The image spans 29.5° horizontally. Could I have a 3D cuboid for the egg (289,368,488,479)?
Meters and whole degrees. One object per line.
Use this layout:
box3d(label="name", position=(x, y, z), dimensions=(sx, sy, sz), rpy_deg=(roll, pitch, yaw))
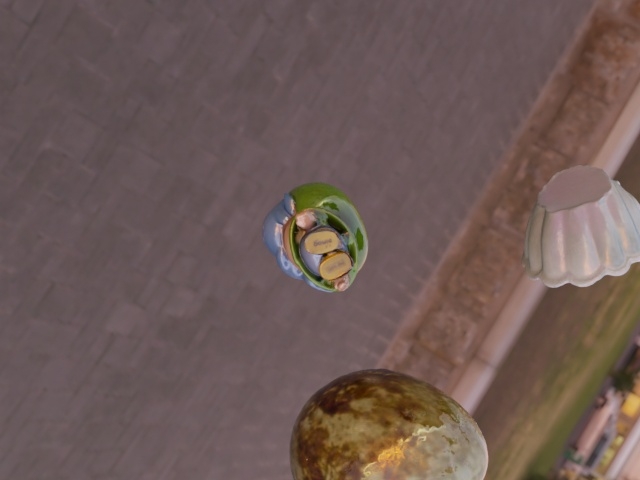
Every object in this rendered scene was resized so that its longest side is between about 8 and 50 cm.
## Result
box3d(label="egg", position=(0.095, 0.300, 1.721), dimensions=(0.238, 0.290, 0.238), rpy_deg=(25, 60, -56))

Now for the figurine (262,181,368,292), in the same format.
box3d(label="figurine", position=(0.000, 0.000, 1.748), dimensions=(0.143, 0.162, 0.263), rpy_deg=(-35, -169, -1))

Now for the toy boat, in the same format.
box3d(label="toy boat", position=(0.393, -0.034, 1.826), dimensions=(0.290, 0.200, 0.100), rpy_deg=(-65, 140, -62))
